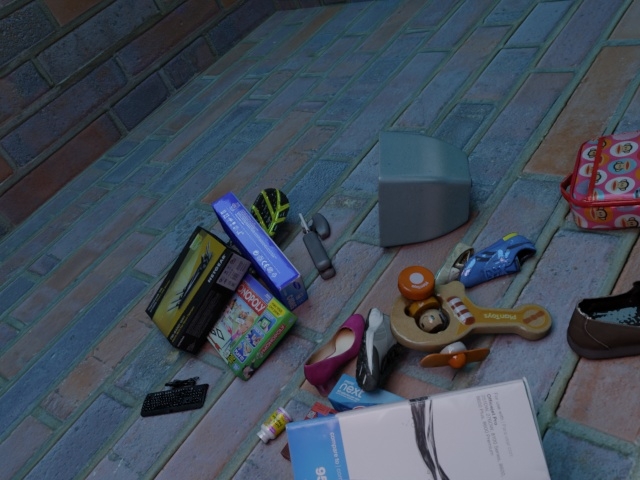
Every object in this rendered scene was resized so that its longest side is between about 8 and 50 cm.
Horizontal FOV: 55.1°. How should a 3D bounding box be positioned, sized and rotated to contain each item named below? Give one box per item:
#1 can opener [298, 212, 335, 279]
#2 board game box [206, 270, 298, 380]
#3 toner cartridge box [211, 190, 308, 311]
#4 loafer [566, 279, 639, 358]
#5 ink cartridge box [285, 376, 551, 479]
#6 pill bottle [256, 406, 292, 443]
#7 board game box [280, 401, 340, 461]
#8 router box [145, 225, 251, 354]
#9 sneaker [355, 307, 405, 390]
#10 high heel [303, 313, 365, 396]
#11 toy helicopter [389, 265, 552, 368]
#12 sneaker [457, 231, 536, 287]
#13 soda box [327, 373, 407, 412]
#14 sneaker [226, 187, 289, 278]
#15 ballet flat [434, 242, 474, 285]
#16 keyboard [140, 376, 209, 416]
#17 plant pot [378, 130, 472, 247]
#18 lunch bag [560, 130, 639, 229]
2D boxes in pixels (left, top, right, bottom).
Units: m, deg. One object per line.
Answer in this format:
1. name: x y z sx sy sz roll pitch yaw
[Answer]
1. can opener: 0.000 0.000 1.849 0.095 0.076 0.283 -28 38 0
2. board game box: -0.219 0.214 1.700 0.213 0.046 0.317 -52 40 -3
3. toner cartridge box: -0.172 0.031 1.731 0.075 0.165 0.348 -36 64 -11
4. loafer: 0.679 0.145 1.218 0.366 0.130 0.133 -16 38 14
5. ink cartridge box: 0.170 0.364 1.078 0.395 0.285 0.166 -13 73 8
6. pill bottle: -0.108 0.429 1.422 0.083 0.043 0.043 -43 40 -20
7. board game box: 0.058 0.454 1.308 0.281 0.027 0.145 13 53 40
8. router box: -0.358 0.136 1.769 0.243 0.081 0.308 30 88 51
9. sneaker: 0.143 0.246 1.402 0.108 0.100 0.271 15 27 6
10. high heel: 0.034 0.250 1.490 0.082 0.117 0.244 8 49 38
11. toy helicopter: 0.332 0.189 1.362 0.355 0.140 0.234 1 46 6
12. sneaker: 0.438 0.059 1.520 0.209 0.069 0.082 -32 41 -7
13. soda box: 0.122 0.368 1.339 0.210 0.067 0.071 12 51 41
14. sneaker: -0.222 0.017 1.943 0.384 0.145 0.147 -58 8 -23
15. ballet flat: 0.346 0.067 1.579 0.052 0.057 0.168 17 54 31
16. keyboard: -0.391 0.407 1.627 0.192 0.038 0.100 -13 38 16
17. plant pot: 0.290 -0.146 1.728 0.253 0.247 0.247 0 41 6
18. lunch bag: 0.747 -0.153 1.558 0.258 0.120 0.293 -3 41 34
